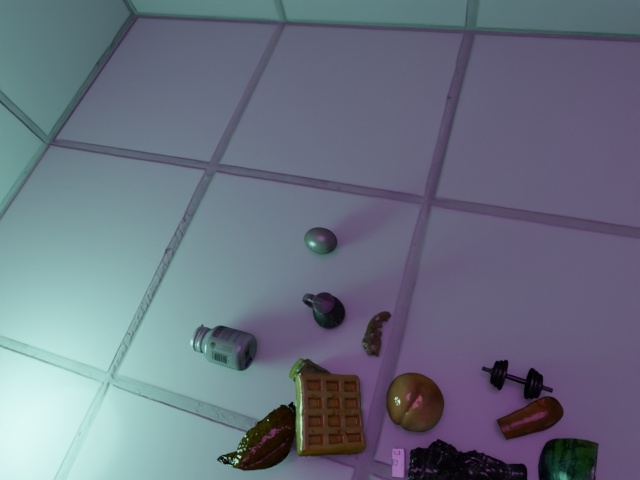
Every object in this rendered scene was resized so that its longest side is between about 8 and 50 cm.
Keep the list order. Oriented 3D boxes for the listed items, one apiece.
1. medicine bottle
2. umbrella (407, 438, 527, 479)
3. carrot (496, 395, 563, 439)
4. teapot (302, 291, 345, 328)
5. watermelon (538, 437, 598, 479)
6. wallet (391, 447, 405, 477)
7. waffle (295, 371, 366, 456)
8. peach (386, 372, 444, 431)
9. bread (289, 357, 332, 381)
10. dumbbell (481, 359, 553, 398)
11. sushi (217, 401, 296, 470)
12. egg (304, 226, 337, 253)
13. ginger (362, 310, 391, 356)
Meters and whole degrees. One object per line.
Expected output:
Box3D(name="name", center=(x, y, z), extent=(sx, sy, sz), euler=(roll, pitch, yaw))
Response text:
Box3D(name="medicine bottle", center=(-0.350, 0.377, 1.657), extent=(0.215, 0.135, 0.135), euler=(12, 65, 17))
Box3D(name="umbrella", center=(0.425, 0.683, 1.339), extent=(0.337, 0.128, 0.154), euler=(10, 63, 14))
Box3D(name="carrot", center=(0.635, 0.541, 1.393), extent=(0.193, 0.087, 0.087), euler=(-26, 60, -2))
Box3D(name="teapot", center=(0.014, 0.231, 1.651), extent=(0.116, 0.146, 0.148), euler=(-34, 61, -7))
Box3D(name="watermelon", center=(0.692, 0.671, 1.308), extent=(0.146, 0.128, 0.231), euler=(9, 65, 36))
Box3D(name="wallet", center=(0.243, 0.691, 1.435), extent=(0.044, 0.011, 0.083), euler=(-2, 63, 11))
Box3D(name="waffle", center=(0.029, 0.546, 1.464), extent=(0.221, 0.055, 0.247), euler=(10, 61, -26))
Box3D(name="peach", center=(0.292, 0.499, 1.435), extent=(0.184, 0.184, 0.184), euler=(-5, 61, 9))
Box3D(name="bread", center=(-0.038, 0.464, 1.573), extent=(0.103, 0.156, 0.110), euler=(-55, 24, -13))
Box3D(name="dumbbell", center=(0.613, 0.434, 1.443), extent=(0.209, 0.099, 0.099), euler=(15, 66, 19))
Box3D(name="sushi", center=(-0.173, 0.648, 1.476), extent=(0.287, 0.149, 0.140), euler=(-40, 27, -11))
Box3D(name="egg", center=(0.000, 0.000, 1.803), extent=(0.135, 0.103, 0.103), euler=(16, 67, 20))
Box3D(name="ginger", center=(0.194, 0.321, 1.622), extent=(0.070, 0.051, 0.173), euler=(15, 68, 15))
